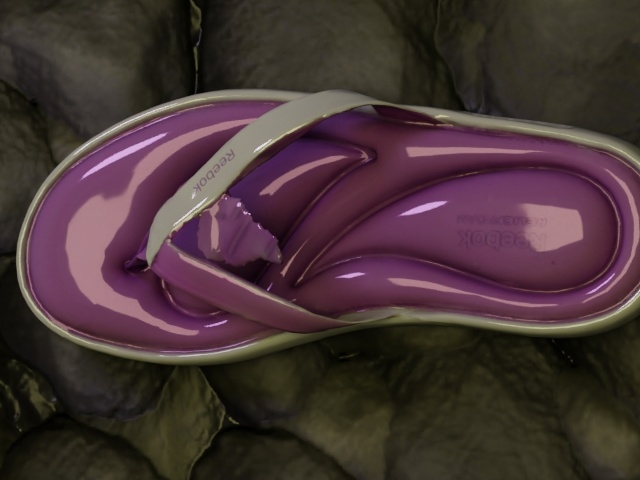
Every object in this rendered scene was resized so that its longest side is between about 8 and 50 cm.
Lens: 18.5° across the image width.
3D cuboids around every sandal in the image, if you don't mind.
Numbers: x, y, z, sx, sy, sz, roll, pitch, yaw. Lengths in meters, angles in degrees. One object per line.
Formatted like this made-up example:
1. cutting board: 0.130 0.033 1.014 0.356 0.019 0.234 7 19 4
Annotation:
1. sandal: -0.001 -0.016 1.161 0.416 0.102 0.169 -5 86 18
